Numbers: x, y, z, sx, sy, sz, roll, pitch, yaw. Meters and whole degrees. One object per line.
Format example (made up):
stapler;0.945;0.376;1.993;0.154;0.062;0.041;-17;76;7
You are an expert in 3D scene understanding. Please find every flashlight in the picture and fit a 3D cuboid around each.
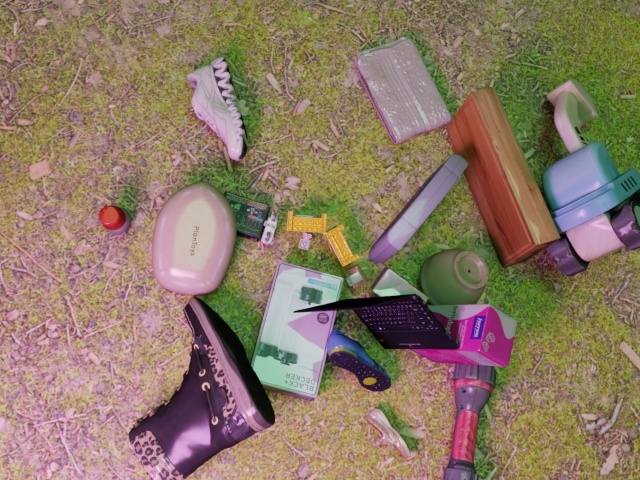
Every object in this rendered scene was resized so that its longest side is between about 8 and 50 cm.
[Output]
flashlight;0.340;0.434;1.585;0.103;0.103;0.304;31;61;-35

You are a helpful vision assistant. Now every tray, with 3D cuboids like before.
tray;0.447;-0.154;1.739;0.076;0.203;0.411;-17;76;-13

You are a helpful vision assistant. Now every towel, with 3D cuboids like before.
towel;0.222;-0.412;1.868;0.187;0.049;0.282;-23;78;-14

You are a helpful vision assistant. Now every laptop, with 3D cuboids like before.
laptop;0.121;0.194;1.503;0.264;0.234;0.137;51;57;-21

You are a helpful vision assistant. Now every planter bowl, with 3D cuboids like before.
planter bowl;0.340;0.087;1.677;0.162;0.109;0.162;10;64;-22

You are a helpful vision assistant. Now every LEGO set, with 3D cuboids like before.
LEGO set;0.000;0.000;1.694;0.286;0.107;0.132;26;93;-8

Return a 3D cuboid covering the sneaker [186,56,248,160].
sneaker;-0.258;-0.323;1.744;0.118;0.110;0.292;-16;67;-5

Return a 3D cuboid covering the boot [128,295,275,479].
boot;-0.286;0.324;1.493;0.284;0.138;0.377;-39;53;3

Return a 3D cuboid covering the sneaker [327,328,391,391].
sneaker;0.093;0.275;1.591;0.209;0.069;0.082;41;29;-32

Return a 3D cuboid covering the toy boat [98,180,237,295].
toy boat;-0.355;-0.022;1.607;0.318;0.148;0.268;15;84;-7

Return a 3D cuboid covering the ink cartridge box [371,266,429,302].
ink cartridge box;0.184;0.122;1.631;0.115;0.198;0.067;36;92;3

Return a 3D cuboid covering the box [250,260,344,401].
box;-0.058;0.212;1.607;0.169;0.087;0.290;16;71;-4

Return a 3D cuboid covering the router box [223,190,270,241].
router box;-0.194;-0.059;1.697;0.122;0.038;0.092;18;72;-3

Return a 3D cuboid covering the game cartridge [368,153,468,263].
game cartridge;0.240;-0.079;1.687;0.062;0.198;0.297;39;71;5

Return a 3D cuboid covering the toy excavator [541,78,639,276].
toy excavator;0.673;-0.191;1.747;0.432;0.222;0.445;-24;85;-49

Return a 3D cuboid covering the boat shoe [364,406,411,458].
boat shoe;0.154;0.450;1.588;0.045;0.050;0.135;-35;71;-14

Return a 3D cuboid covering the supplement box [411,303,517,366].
supplement box;0.323;0.217;1.582;0.114;0.220;0.111;30;67;-33
